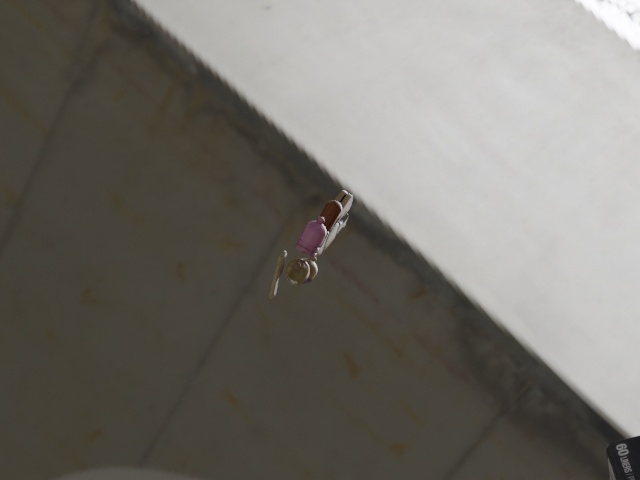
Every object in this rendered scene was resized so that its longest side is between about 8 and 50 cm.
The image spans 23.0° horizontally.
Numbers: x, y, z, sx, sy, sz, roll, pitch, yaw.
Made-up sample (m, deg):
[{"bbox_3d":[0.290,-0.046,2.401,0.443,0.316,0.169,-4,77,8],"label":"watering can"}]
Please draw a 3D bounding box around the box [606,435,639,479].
[{"bbox_3d":[0.432,0.268,1.534,0.270,0.165,0.143,-14,-40,2],"label":"box"}]

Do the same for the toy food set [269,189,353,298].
[{"bbox_3d":[0.000,0.000,1.337,0.019,0.122,0.078,30,-41,14],"label":"toy food set"}]
